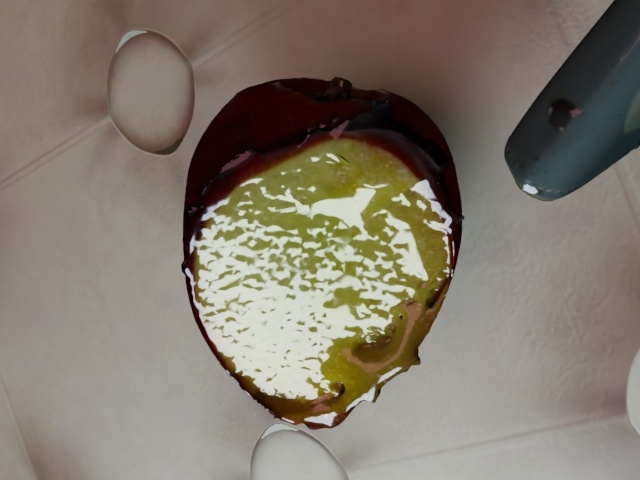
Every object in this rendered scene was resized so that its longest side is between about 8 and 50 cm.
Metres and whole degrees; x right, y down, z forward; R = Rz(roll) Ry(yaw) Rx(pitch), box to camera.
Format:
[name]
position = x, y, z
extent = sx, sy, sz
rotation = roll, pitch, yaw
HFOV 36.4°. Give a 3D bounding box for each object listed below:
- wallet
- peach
[wallet]
position = 0.278, -0.191, 0.650
extent = 0.083, 0.252, 0.360
rotation = 46, 127, 14
[peach]
position = 0.000, 0.000, 0.941
extent = 0.258, 0.201, 0.361
rotation = 0, 121, 1
